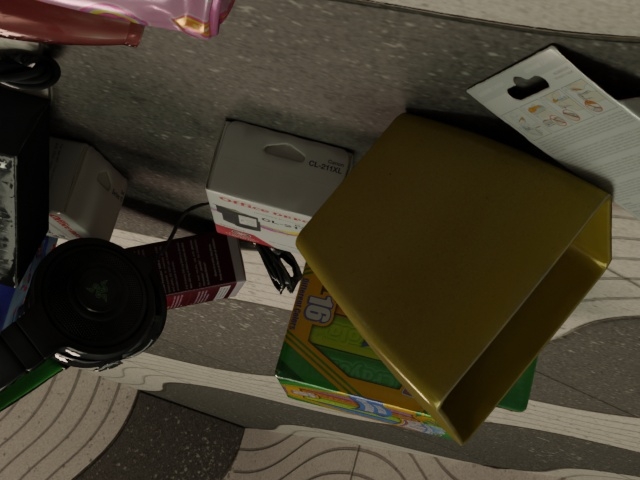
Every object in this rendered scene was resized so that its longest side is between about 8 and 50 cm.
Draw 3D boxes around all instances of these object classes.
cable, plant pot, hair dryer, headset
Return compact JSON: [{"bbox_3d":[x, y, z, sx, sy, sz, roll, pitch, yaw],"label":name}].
[{"bbox_3d":[-0.310,-0.163,1.306,0.151,0.047,0.184,8,-177,-22],"label":"cable"},{"bbox_3d":[0.103,0.019,1.233,0.187,0.212,0.212,37,174,18],"label":"plant pot"},{"bbox_3d":[-0.257,-0.195,1.110,0.294,0.080,0.224,15,-176,25],"label":"hair dryer"},{"bbox_3d":[-0.221,0.090,1.593,0.185,0.394,0.243,52,177,3],"label":"headset"}]

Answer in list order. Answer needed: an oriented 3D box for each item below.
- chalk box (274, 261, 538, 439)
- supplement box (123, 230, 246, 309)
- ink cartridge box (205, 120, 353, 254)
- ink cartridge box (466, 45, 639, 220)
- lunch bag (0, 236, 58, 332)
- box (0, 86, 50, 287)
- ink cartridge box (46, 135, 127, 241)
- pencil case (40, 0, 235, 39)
[{"bbox_3d":[0.112,0.125,1.752,0.289,0.180,0.179,13,167,7],"label":"chalk box"},{"bbox_3d":[-0.220,0.050,1.829,0.240,0.073,0.130,-11,171,-12],"label":"supplement box"},{"bbox_3d":[-0.039,-0.044,1.433,0.128,0.072,0.175,15,168,4],"label":"ink cartridge box"},{"bbox_3d":[0.213,-0.086,1.080,0.179,0.045,0.145,37,163,-11],"label":"ink cartridge box"},{"bbox_3d":[-0.411,0.073,1.825,0.138,0.220,0.293,18,-170,-14],"label":"lunch bag"},{"bbox_3d":[-0.412,-0.077,1.494,0.261,0.103,0.184,15,136,4],"label":"box"},{"bbox_3d":[-0.341,-0.067,1.660,0.208,0.086,0.153,11,167,15],"label":"ink cartridge box"},{"bbox_3d":[-0.173,-0.202,0.815,0.284,0.124,0.124,17,167,-3],"label":"pencil case"}]
